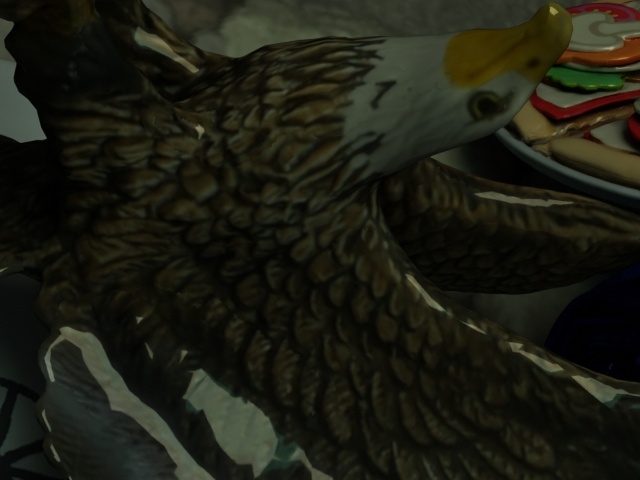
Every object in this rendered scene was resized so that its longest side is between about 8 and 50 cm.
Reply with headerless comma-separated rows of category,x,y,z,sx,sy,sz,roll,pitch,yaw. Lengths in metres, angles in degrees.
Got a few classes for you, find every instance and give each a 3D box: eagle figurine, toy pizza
eagle figurine,0.007,-0.001,0.575,0.298,0.225,0.226,44,75,-24
toy pizza,0.161,-0.067,0.787,0.201,0.032,0.201,1,30,0

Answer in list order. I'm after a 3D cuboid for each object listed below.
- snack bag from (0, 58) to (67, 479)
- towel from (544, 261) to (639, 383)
snack bag,-0.132,0.062,0.595,0.342,0.037,0.323,11,54,-27
towel,0.261,0.001,0.759,0.227,0.076,0.308,17,33,38
